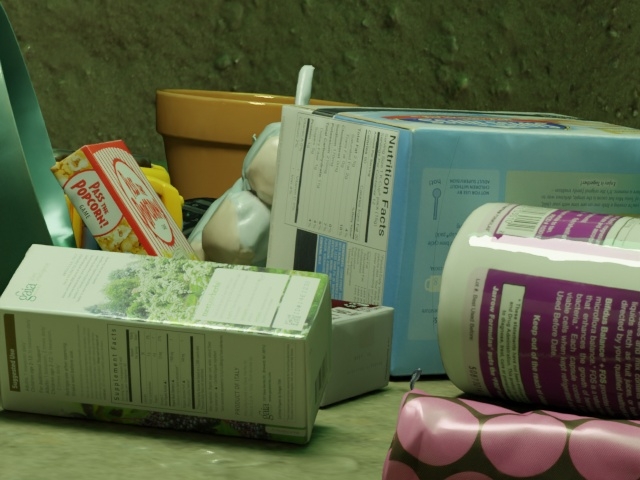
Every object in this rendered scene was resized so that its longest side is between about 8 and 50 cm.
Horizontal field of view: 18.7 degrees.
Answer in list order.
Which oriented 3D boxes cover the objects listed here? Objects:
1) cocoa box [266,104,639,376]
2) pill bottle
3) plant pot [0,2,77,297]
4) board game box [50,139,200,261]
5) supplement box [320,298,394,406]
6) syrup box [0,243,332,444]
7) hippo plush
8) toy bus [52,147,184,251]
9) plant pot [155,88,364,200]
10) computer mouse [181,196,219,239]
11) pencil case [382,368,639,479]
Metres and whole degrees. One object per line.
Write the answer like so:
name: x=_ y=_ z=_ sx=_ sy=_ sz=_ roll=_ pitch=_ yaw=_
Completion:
cocoa box: x=0.153 y=-0.004 z=1.855 sx=0.347 sy=0.231 sz=0.228 roll=0 pitch=8 yaw=-33
pill bottle: x=0.263 y=0.065 z=1.599 sx=0.302 sy=0.169 sz=0.169 roll=8 pitch=7 yaw=25
plant pot: x=-0.367 y=-0.053 z=1.753 sx=0.235 sy=0.293 sz=0.293 roll=-16 pitch=7 yaw=-3
board game box: x=-0.173 y=-0.003 z=1.859 sx=0.045 sy=0.193 sz=0.147 roll=-33 pitch=1 yaw=9
supplement box: x=-0.073 y=0.081 z=1.645 sx=0.239 sy=0.073 sz=0.130 roll=7 pitch=7 yaw=26
syrup box: x=-0.116 y=0.075 z=1.435 sx=0.237 sy=0.096 sz=0.093 roll=5 pitch=30 yaw=9
hippo plush: x=0.000 y=0.000 z=2.111 sx=0.236 sy=0.234 sz=0.294 roll=34 pitch=20 yaw=-6
toy bus: x=-0.217 y=-0.020 z=2.052 sx=0.220 sy=0.149 sz=0.211 roll=1 pitch=3 yaw=-39
plant pot: x=-0.090 y=-0.099 z=2.700 sx=0.291 sy=0.203 sz=0.291 roll=4 pitch=6 yaw=0
computer mouse: x=-0.222 y=-0.003 z=2.405 sx=0.184 sy=0.060 sz=0.262 roll=13 pitch=21 yaw=29
pencil case: x=0.145 y=0.141 z=1.192 sx=0.209 sy=0.095 sz=0.098 roll=9 pitch=-9 yaw=15
